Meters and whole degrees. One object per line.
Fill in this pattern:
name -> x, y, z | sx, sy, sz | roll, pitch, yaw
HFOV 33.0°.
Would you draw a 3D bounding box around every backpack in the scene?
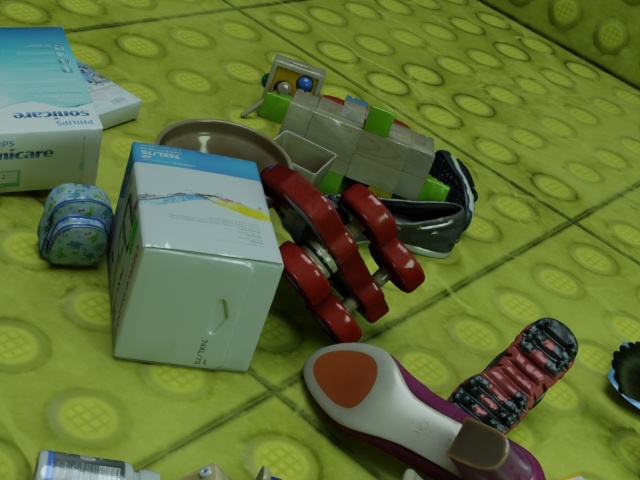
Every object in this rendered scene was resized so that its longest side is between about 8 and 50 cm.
backpack -> -0.358, -0.021, 1.600 | 0.105, 0.114, 0.084 | 4, 34, -27

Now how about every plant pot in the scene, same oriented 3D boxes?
plant pot -> -0.051, -0.121, 1.963 | 0.109, 0.096, 0.109 | 27, 30, 10
plant pot -> -0.171, -0.098, 1.830 | 0.237, 0.110, 0.237 | 11, 36, -8

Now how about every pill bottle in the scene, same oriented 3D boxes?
pill bottle -> -0.254, 0.283, 1.215 | 0.137, 0.078, 0.078 | 12, 32, -15

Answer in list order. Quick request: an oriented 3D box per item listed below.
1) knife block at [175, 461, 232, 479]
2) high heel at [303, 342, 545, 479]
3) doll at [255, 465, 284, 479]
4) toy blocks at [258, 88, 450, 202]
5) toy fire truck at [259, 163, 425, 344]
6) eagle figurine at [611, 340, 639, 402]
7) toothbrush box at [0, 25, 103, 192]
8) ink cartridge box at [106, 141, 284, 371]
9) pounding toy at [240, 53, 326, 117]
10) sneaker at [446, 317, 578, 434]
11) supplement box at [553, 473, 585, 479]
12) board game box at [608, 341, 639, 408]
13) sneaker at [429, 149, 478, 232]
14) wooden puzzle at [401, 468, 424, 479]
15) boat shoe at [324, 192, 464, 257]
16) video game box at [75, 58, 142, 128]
knife block -> -0.109, 0.367, 1.186 | 0.275, 0.242, 0.088 | -27, 33, 9
high heel -> 0.134, 0.266, 1.485 | 0.377, 0.127, 0.181 | 28, -17, 43
doll -> 0.011, 0.337, 1.321 | 0.189, 0.046, 0.129 | 20, 21, -13
toy blocks -> 0.072, -0.202, 2.123 | 0.381, 0.191, 0.261 | 20, 19, -2
toy fire truck -> 0.000, 0.000, 1.642 | 0.169, 0.302, 0.254 | -41, 47, -8
eagle figurine -> 0.564, 0.285, 1.593 | 0.225, 0.226, 0.298 | -4, 43, 6
toothbrush box -> -0.499, -0.219, 1.769 | 0.216, 0.126, 0.295 | -7, 45, -26
ink cartridge box -> -0.188, 0.022, 1.553 | 0.197, 0.198, 0.270 | 9, 32, -19
pounding toy -> -0.076, -0.302, 2.223 | 0.141, 0.130, 0.100 | 18, 18, -5
sneaker -> 0.267, 0.229, 1.602 | 0.276, 0.135, 0.097 | -36, 73, -29
supplement box -> 0.359, 0.372, 1.485 | 0.062, 0.036, 0.098 | -3, 38, -35
board game box -> 0.544, 0.244, 1.807 | 0.133, 0.033, 0.169 | 32, 38, 10
sneaker -> 0.281, -0.096, 2.135 | 0.097, 0.084, 0.235 | 25, 34, -26
wooden puzzle -> 0.220, 0.451, 1.245 | 0.347, 0.080, 0.322 | 26, 31, -1
boat shoe -> 0.101, -0.047, 1.937 | 0.335, 0.095, 0.112 | 9, 33, -20
video game box -> -0.465, -0.262, 1.986 | 0.187, 0.048, 0.205 | 35, 33, 18
